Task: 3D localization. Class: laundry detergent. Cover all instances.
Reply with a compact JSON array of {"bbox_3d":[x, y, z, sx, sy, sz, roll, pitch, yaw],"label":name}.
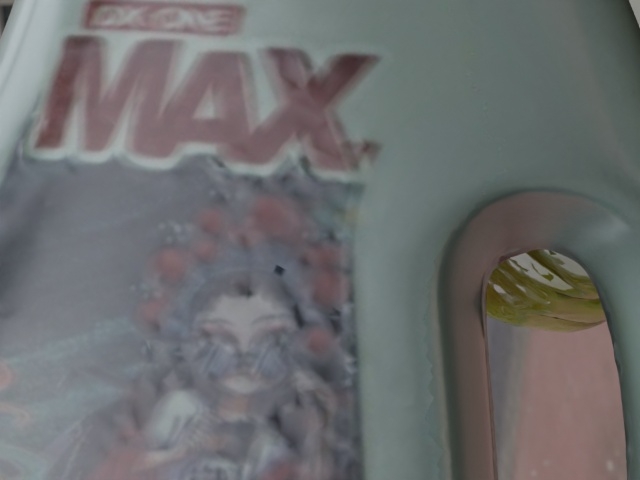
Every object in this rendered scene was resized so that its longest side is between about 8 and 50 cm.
[{"bbox_3d":[0.000,0.000,0.396,0.125,0.264,0.397,40,-120,-83],"label":"laundry detergent"}]

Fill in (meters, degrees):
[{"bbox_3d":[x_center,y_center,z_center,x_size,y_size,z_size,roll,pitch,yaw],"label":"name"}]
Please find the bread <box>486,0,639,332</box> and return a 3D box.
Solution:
[{"bbox_3d":[0.131,-0.063,0.499,0.383,0.112,0.166,-28,80,63],"label":"bread"}]
